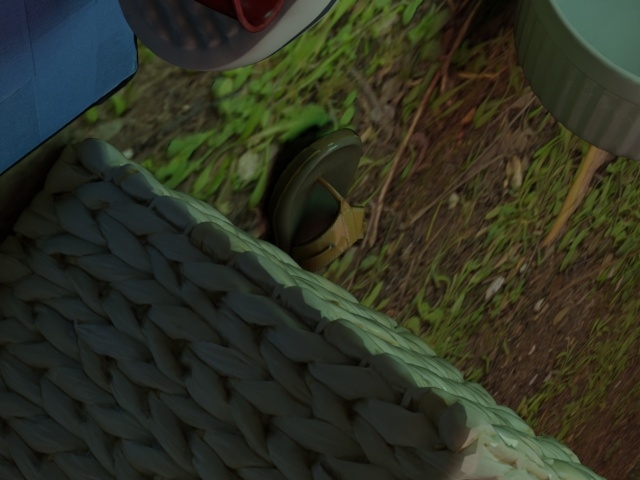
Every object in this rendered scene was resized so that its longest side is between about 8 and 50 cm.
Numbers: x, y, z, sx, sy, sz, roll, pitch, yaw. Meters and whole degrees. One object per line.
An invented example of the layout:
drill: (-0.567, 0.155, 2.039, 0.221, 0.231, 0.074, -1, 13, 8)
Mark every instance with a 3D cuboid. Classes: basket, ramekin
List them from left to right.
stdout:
basket: (-0.017, 0.168, 0.848, 0.266, 0.328, 0.331, -55, 140, 0)
ramekin: (0.223, -0.147, 1.100, 0.207, 0.207, 0.109, -41, 164, -26)

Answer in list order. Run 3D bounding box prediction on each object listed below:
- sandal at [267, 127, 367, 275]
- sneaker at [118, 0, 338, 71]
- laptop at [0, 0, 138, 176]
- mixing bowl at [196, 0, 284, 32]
sandal: (0.000, 0.000, 1.075, 0.072, 0.049, 0.180, -33, 150, -39)
sneaker: (0.026, -0.215, 0.700, 0.127, 0.126, 0.321, -10, 131, -59)
laptop: (-0.144, -0.022, 0.539, 0.236, 0.408, 0.382, -10, 144, -10)
mixing bowl: (-0.050, -0.167, 0.560, 0.181, 0.098, 0.181, 12, 90, -83)
